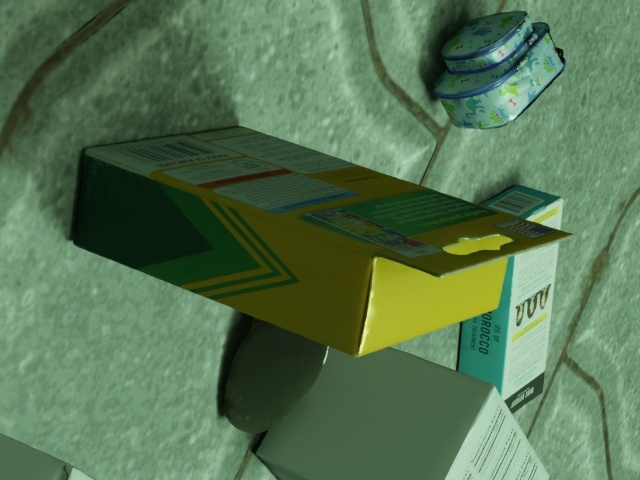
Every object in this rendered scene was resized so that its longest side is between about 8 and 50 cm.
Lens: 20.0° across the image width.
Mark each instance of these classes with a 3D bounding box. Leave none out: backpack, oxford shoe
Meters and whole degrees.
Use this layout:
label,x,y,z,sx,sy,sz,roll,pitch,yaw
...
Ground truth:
label,x,y,z,sx,sy,sz,roll,pitch,yaw
backpack,0.165,-0.166,1.761,0.114,0.105,0.084,-50,121,-29
oxford shoe,-0.026,0.073,1.628,0.076,0.076,0.212,-112,-134,-77

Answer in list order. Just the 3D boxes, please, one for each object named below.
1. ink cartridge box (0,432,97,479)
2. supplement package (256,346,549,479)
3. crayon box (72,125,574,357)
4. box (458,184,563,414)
label,x,y,z,sx,sy,sz,roll,pitch,yaw
ink cartridge box,-0.208,0.237,1.216,0.166,0.285,0.395,-65,149,-14
supplement package,0.082,0.215,1.744,0.149,0.194,0.203,-60,146,-19
crayon box,0.000,0.000,1.376,0.203,0.323,0.083,-13,117,-54
box,0.206,0.070,1.986,0.100,0.060,0.244,-27,128,-48
